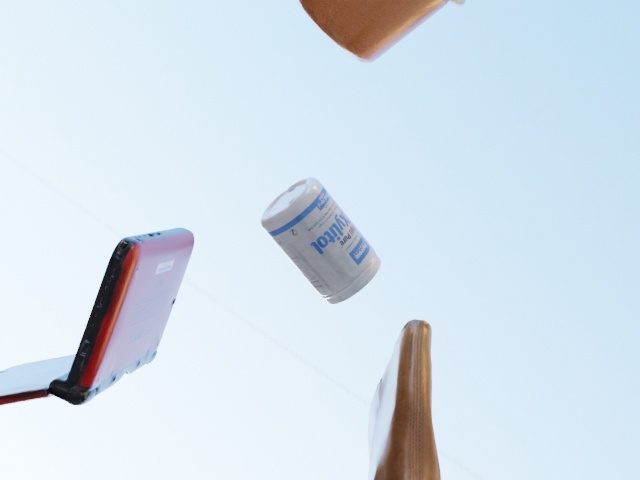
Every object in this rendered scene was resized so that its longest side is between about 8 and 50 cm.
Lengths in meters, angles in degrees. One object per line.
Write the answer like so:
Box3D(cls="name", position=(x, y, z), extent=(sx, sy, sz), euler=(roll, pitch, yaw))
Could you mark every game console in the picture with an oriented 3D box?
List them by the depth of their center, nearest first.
Box3D(cls="game console", position=(-0.139, 0.041, 0.593), extent=(0.085, 0.144, 0.124), euler=(20, -85, 4))

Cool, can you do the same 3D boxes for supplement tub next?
Box3D(cls="supplement tub", position=(0.000, 0.000, 1.026), extent=(0.071, 0.071, 0.107), euler=(-23, -66, 47))

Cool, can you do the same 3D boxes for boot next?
Box3D(cls="boot", position=(0.067, 0.161, 0.668), extent=(0.096, 0.280, 0.264), euler=(6, -46, 4))

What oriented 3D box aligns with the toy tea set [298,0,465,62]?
Box3D(cls="toy tea set", position=(-0.039, -0.255, 0.613), extent=(0.336, 0.200, 0.124), euler=(40, -72, -14))
